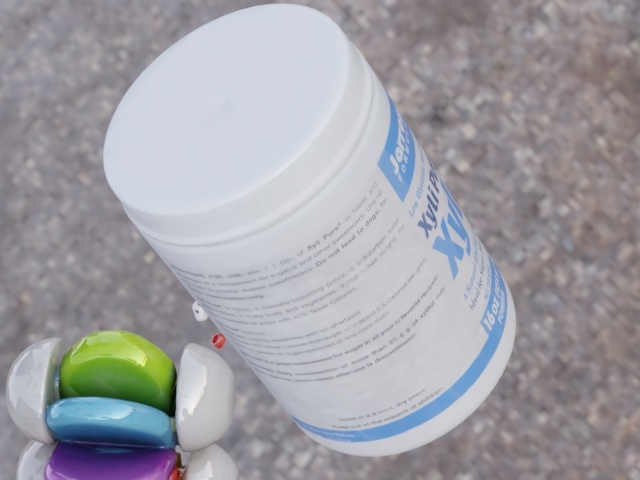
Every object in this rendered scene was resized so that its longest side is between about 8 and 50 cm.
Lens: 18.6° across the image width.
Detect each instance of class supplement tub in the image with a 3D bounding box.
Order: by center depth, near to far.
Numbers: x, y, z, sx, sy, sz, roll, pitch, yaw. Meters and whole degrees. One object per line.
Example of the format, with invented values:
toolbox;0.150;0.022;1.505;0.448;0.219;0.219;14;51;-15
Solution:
supplement tub;0.000;0.000;0.500;0.071;0.107;0.071;-18;45;19

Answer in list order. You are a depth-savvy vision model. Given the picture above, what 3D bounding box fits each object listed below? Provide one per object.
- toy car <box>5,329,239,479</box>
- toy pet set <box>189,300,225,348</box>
toy car;-0.143;0.156;1.360;0.159;0.182;0.136;4;29;7
toy pet set;-0.080;0.032;1.819;0.122;0.065;0.114;-18;54;52
